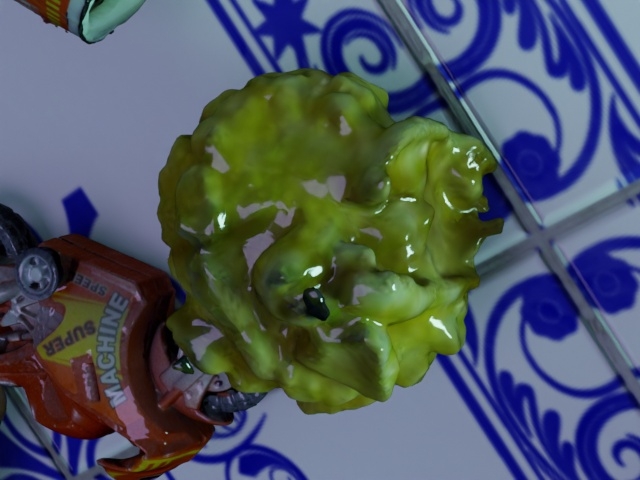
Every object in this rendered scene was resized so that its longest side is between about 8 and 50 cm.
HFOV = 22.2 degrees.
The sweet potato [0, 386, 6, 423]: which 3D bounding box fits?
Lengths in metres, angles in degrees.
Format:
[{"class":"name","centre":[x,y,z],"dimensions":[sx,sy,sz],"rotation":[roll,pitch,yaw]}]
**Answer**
[{"class":"sweet potato","centre":[-0.335,0.238,1.352],"dimensions":[0.131,0.131,0.336],"rotation":[27,125,19]}]

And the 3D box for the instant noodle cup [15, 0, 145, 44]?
[{"class":"instant noodle cup","centre":[-0.192,-0.232,1.013],"dimensions":[0.212,0.193,0.193],"rotation":[36,127,4]}]

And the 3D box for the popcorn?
[{"class":"popcorn","centre":[0.001,0.002,0.993],"dimensions":[0.189,0.169,0.218],"rotation":[1,116,32]}]

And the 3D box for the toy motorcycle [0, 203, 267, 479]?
[{"class":"toy motorcycle","centre":[-0.170,0.079,1.188],"dimensions":[0.298,0.089,0.171],"rotation":[21,115,23]}]
